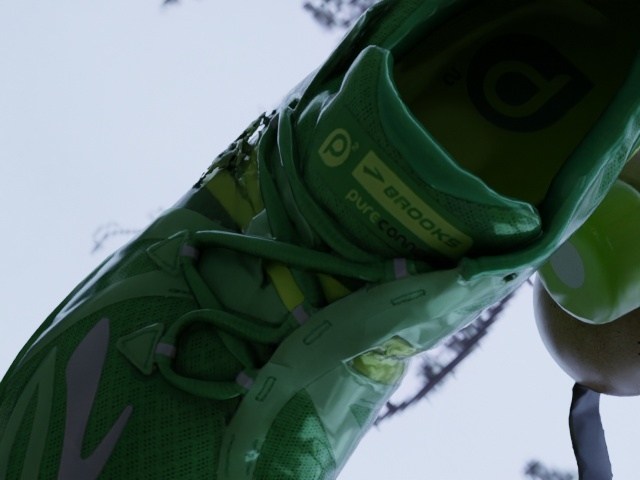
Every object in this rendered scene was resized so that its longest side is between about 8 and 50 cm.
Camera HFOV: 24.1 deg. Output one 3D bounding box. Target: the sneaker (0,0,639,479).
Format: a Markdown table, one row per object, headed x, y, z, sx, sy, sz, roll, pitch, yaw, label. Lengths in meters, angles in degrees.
| x | y | z | sx | sy | sz | roll | pitch | yaw | label |
| --- | --- | --- | --- | --- | --- | --- | --- | --- | --- |
| 0.000 | 0.000 | 0.438 | 0.109 | 0.123 | 0.295 | 41 | -101 | 9 | sneaker |

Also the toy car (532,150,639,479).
| x | y | z | sx | sy | sz | roll | pitch | yaw | label |
| --- | --- | --- | --- | --- | --- | --- | --- | --- | --- |
| 0.144 | 0.024 | 0.637 | 0.155 | 0.188 | 0.149 | -24 | -147 | -23 | toy car |
